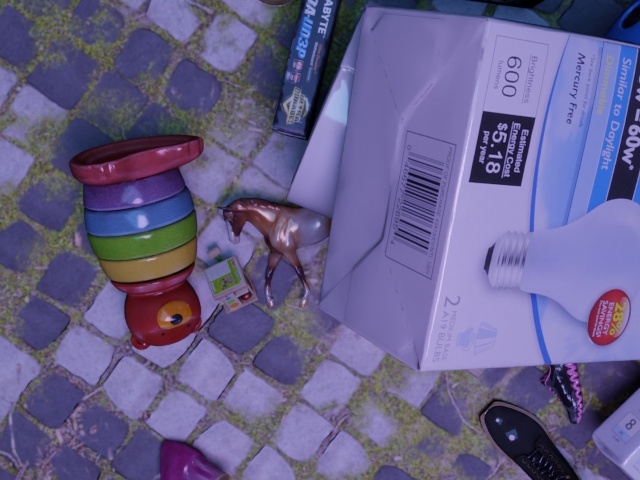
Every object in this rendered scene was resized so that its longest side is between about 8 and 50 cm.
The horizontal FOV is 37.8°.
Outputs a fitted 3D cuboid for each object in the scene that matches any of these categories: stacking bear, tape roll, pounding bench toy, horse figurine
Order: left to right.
[{"bbox_3d":[-0.239,0.011,1.305,0.175,0.164,0.289,-19,108,-29],"label":"stacking bear"},{"bbox_3d":[-0.133,0.054,1.360,0.052,0.065,0.083,-26,60,2],"label":"pounding bench toy"},{"bbox_3d":[0.000,0.000,1.352,0.263,0.066,0.174,-12,101,3],"label":"horse figurine"},{"bbox_3d":[0.052,-0.165,1.225,0.100,0.286,0.286,23,95,-2],"label":"tape roll"}]

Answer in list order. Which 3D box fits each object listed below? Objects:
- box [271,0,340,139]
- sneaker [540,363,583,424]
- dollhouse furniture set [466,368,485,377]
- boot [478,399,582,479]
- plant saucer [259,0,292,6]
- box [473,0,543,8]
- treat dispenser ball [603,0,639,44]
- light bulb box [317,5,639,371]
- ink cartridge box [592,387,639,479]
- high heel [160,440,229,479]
[{"bbox_3d":[-0.016,-0.248,1.270,0.051,0.175,0.220,14,95,-1],"label":"box"},{"bbox_3d":[0.359,0.216,1.393,0.057,0.047,0.119,-11,92,15],"label":"sneaker"},{"bbox_3d":[0.234,0.049,1.310,0.212,0.161,0.242,35,94,-4],"label":"dollhouse furniture set"},{"bbox_3d":[0.322,0.320,1.351,0.198,0.137,0.077,41,94,-4],"label":"boot"},{"bbox_3d":[-0.064,-0.376,1.337,0.083,0.015,0.083,0,96,0],"label":"plant saucer"},{"bbox_3d":[0.223,-0.375,1.275,0.180,0.147,0.077,7,96,-2],"label":"box"},{"bbox_3d":[0.502,-0.202,1.225,0.288,0.288,0.288,0,96,-1],"label":"treat dispenser ball"},{"bbox_3d":[0.224,-0.058,1.055,0.361,0.225,0.358,1,105,-30],"label":"light bulb box"},{"bbox_3d":[0.617,0.244,1.321,0.385,0.091,0.308,-46,115,4],"label":"ink cartridge box"},{"bbox_3d":[-0.217,0.423,1.398,0.117,0.082,0.244,25,112,28],"label":"high heel"}]
